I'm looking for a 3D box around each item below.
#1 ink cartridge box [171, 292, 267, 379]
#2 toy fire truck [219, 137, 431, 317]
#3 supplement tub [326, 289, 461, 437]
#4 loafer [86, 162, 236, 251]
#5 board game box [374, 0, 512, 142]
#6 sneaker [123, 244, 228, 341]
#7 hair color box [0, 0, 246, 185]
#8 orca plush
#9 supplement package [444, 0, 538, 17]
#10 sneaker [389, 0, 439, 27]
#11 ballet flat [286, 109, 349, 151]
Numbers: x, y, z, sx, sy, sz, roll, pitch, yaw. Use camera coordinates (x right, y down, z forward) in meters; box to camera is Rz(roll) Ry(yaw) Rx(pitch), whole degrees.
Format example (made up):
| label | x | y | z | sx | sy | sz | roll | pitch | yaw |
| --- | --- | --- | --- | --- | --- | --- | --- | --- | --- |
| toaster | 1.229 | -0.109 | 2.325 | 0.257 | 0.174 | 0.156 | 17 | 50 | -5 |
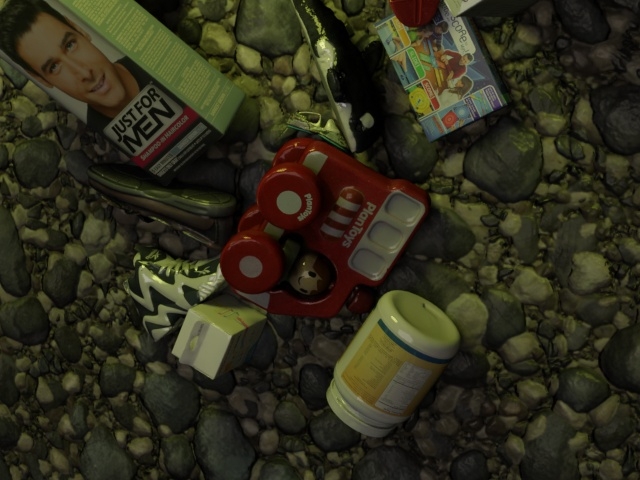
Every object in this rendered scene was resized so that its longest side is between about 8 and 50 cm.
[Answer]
| label | x | y | z | sx | sy | sz | roll | pitch | yaw |
| --- | --- | --- | --- | --- | --- | --- | --- | --- | --- |
| ink cartridge box | -0.172 | 0.161 | 1.918 | 0.090 | 0.143 | 0.092 | 29 | 112 | 17 |
| toy fire truck | 0.000 | 0.000 | 1.808 | 0.254 | 0.169 | 0.302 | 29 | 113 | -3 |
| supplement tub | 0.110 | 0.193 | 1.791 | 0.144 | 0.144 | 0.199 | 38 | 114 | 14 |
| loafer | -0.276 | -0.057 | 1.937 | 0.303 | 0.109 | 0.095 | 16 | 113 | 29 |
| board game box | 0.183 | -0.265 | 1.724 | 0.136 | 0.035 | 0.201 | -25 | 90 | 27 |
| sneaker | -0.245 | 0.049 | 1.958 | 0.235 | 0.094 | 0.153 | -41 | 86 | 32 |
| hair color box | -0.324 | -0.272 | 1.809 | 0.374 | 0.113 | 0.185 | 39 | 136 | -16 |
| orca plush | 0.043 | -0.282 | 1.762 | 0.102 | 0.151 | 0.287 | -22 | 73 | -2 |
| supplement package | 0.231 | -0.421 | 1.541 | 0.145 | 0.262 | 0.204 | -29 | 87 | 26 |
| sneaker | 0.127 | -0.431 | 1.685 | 0.087 | 0.128 | 0.221 | -6 | 113 | 3 |
| ballet flat | 0.001 | -0.179 | 1.828 | 0.114 | 0.041 | 0.041 | 25 | 110 | 18 |
